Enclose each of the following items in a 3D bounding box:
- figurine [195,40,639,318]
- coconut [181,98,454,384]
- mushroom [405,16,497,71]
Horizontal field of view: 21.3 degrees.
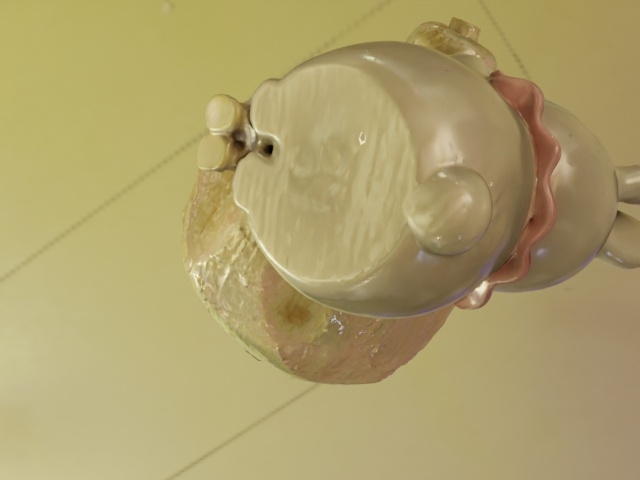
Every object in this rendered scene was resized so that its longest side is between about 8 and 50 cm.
[{"bbox_3d":[0.070,-0.027,0.829,0.155,0.235,0.127,5,92,38],"label":"figurine"},{"bbox_3d":[0.002,0.000,1.058,0.194,0.194,0.194,-1,89,23],"label":"coconut"},{"bbox_3d":[0.110,-0.153,1.433,0.084,0.083,0.067,25,87,21],"label":"mushroom"}]
